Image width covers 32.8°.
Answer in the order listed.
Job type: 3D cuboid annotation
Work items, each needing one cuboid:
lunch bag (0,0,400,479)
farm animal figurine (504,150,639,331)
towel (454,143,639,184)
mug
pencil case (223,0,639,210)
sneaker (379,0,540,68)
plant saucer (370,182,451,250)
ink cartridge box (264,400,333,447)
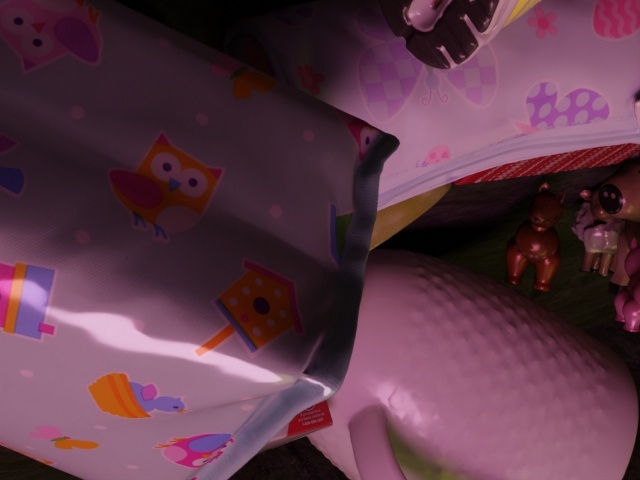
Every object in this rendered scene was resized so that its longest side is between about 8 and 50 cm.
[{"bbox_3d":[-0.123,0.016,0.486,0.223,0.160,0.262,23,148,-14],"label":"lunch bag"},{"bbox_3d":[0.378,-0.008,1.152,0.330,0.172,0.327,17,-168,37],"label":"farm animal figurine"},{"bbox_3d":[0.254,-0.114,0.936,0.275,0.031,0.199,-9,161,-44],"label":"towel"},{"bbox_3d":[0.128,0.188,1.140,0.328,0.374,0.276,31,118,-20],"label":"mug"},{"bbox_3d":[0.082,-0.087,0.604,0.273,0.124,0.113,-14,174,-20],"label":"pencil case"},{"bbox_3d":[0.102,-0.163,0.466,0.094,0.081,0.208,-34,174,-34],"label":"sneaker"},{"bbox_3d":[0.000,0.000,0.928,0.241,0.037,0.241,-29,172,-5],"label":"plant saucer"},{"bbox_3d":[-0.095,0.120,1.043,0.128,0.176,0.127,-5,162,-46],"label":"ink cartridge box"}]
